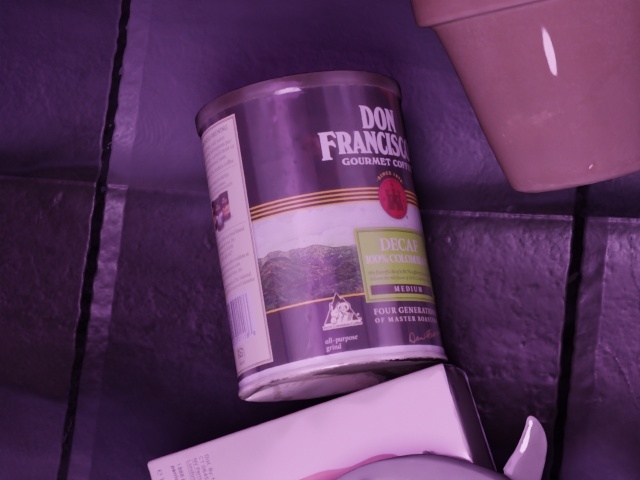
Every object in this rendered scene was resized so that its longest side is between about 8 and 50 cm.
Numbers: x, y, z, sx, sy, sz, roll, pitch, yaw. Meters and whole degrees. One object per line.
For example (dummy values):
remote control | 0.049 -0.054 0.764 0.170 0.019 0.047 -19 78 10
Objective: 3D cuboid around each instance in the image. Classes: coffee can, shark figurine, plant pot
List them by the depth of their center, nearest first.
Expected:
shark figurine | 0.097 0.230 1.536 0.278 0.116 0.166 10 101 2
plant pot | 0.229 -0.171 1.677 0.263 0.263 0.229 -12 96 12
coffee can | 0.000 0.000 1.706 0.202 0.201 0.275 -12 78 12

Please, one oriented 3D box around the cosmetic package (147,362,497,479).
cosmetic package | 0.008 0.224 1.691 0.296 0.153 0.129 -20 78 11
